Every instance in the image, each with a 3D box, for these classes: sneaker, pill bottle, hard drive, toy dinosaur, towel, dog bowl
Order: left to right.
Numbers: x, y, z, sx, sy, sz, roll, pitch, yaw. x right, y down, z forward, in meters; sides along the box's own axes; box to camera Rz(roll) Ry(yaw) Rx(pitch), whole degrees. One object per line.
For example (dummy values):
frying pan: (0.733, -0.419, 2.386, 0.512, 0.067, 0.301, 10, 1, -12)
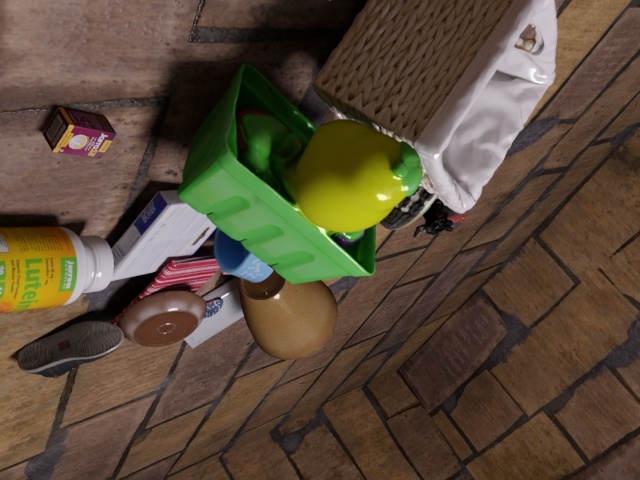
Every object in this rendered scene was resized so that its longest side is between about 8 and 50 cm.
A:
pill bottle: (-0.474, 0.045, 1.082, 0.246, 0.136, 0.136, -3, 141, -53)
sneaker: (-0.533, 0.240, 1.448, 0.222, 0.083, 0.118, -14, 160, -5)
towel: (-0.352, 0.121, 1.490, 0.275, 0.031, 0.199, -42, 164, 24)
sneaker: (-0.297, 0.156, 1.549, 0.135, 0.058, 0.052, -22, 147, -8)
hard drive: (-0.244, 0.170, 1.779, 0.308, 0.040, 0.203, -32, 157, -10)
dog bowl: (-0.128, -0.037, 1.392, 0.074, 0.165, 0.297, 6, 134, -43)
toy dinosaur: (0.285, -0.131, 1.773, 0.165, 0.218, 0.322, 17, 142, -9)
sneaker: (0.290, -0.186, 1.561, 0.410, 0.158, 0.182, -55, 146, 6)
sneaker: (0.377, -0.154, 1.835, 0.135, 0.098, 0.276, 86, 22, -50)

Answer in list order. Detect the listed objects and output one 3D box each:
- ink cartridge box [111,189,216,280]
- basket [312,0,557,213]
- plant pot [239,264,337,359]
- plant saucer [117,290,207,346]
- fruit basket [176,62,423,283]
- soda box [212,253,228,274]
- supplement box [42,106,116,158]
ink cartridge box: (-0.299, -0.016, 1.314, 0.223, 0.045, 0.224, -45, 165, 22)
basket: (0.210, -0.273, 1.148, 0.331, 0.266, 0.328, -57, 156, -1)
plant pot: (-0.101, 0.140, 1.611, 0.237, 0.237, 0.254, -34, 148, -4)
plant saucer: (-0.347, 0.184, 1.465, 0.199, 0.036, 0.198, -16, 145, -11)
fruit basket: (-0.002, -0.113, 1.080, 0.393, 0.282, 0.392, 2, 137, 2)
soda box: (-0.168, 0.003, 1.534, 0.183, 0.058, 0.063, -44, 156, 21)
supplement box: (-0.356, -0.158, 0.973, 0.055, 0.043, 0.083, -48, 155, 24)
